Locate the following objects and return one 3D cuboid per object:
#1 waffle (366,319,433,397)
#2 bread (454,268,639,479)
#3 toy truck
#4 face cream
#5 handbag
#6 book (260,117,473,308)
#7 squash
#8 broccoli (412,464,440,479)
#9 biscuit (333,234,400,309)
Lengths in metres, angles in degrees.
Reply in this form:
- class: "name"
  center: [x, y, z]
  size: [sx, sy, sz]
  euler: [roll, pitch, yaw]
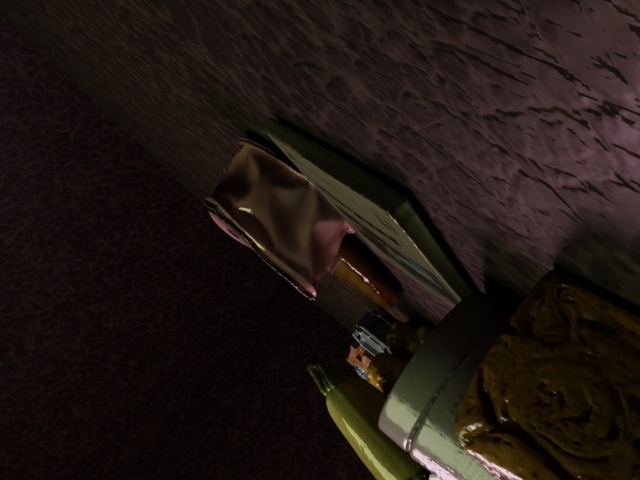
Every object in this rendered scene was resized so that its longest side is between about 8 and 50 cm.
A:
- class: "waffle"
  center: [0.228, 0.279, 1.420]
  size: [0.324, 0.151, 0.261]
  euler: [44, 169, -24]
- class: "bread"
  center: [0.199, 0.130, 0.561]
  size: [0.158, 0.149, 0.143]
  euler: [25, 167, 45]
- class: "toy truck"
  center: [0.214, 0.297, 1.689]
  size: [0.338, 0.133, 0.184]
  euler: [40, 158, 24]
- class: "face cream"
  center: [0.168, 0.161, 0.768]
  size: [0.153, 0.177, 0.177]
  euler: [37, 173, 23]
- class: "handbag"
  center: [-0.055, -0.030, 1.026]
  size: [0.205, 0.116, 0.179]
  euler: [38, 175, 8]
- class: "book"
  center: [0.068, -0.012, 0.850]
  size: [0.215, 0.025, 0.283]
  euler: [36, 174, 42]
- class: "squash"
  center: [0.085, 0.310, 1.307]
  size: [0.287, 0.137, 0.137]
  euler: [45, 174, 0]
- class: "broccoli"
  center: [0.311, 0.357, 1.134]
  size: [0.334, 0.324, 0.272]
  euler: [25, -151, 37]
- class: "biscuit"
  center: [0.000, 0.000, 1.260]
  size: [0.318, 0.040, 0.318]
  euler: [40, 175, 4]
